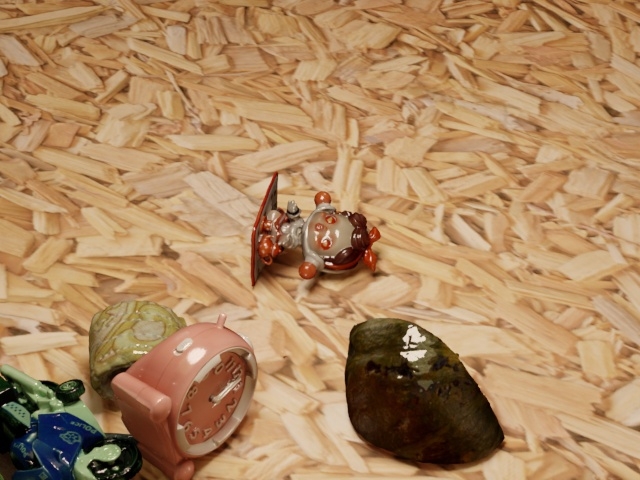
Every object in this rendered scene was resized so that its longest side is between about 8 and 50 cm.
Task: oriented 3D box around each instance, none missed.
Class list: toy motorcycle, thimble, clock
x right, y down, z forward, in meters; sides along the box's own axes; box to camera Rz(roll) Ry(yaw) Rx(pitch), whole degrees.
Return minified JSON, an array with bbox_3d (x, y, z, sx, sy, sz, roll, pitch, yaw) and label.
[{"bbox_3d":[-0.436,0.321,1.938,0.196,0.125,0.331,-26,37,-34],"label":"toy motorcycle"},{"bbox_3d":[-0.305,0.195,2.111,0.190,0.137,0.143,0,42,-10],"label":"thimble"},{"bbox_3d":[-0.210,0.234,1.988,0.142,0.227,0.241,28,57,33],"label":"clock"}]

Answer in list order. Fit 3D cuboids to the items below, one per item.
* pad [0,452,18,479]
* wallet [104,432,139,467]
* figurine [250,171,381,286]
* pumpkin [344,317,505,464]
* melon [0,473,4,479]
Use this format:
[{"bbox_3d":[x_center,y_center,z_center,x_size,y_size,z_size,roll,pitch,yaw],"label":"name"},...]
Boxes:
[{"bbox_3d":[-0.476,0.395,2.009,0.266,0.002,0.176,20,48,26],"label":"pad"},{"bbox_3d":[-0.369,0.352,2.022,0.129,0.026,0.088,1,39,6],"label":"wallet"},{"bbox_3d":[0.000,0.000,2.293,0.226,0.160,0.183,12,46,7],"label":"figurine"},{"bbox_3d":[0.140,0.244,1.981,0.312,0.169,0.148,21,47,27],"label":"pumpkin"},{"bbox_3d":[-0.562,0.451,1.828,0.182,0.182,0.288,-4,41,2],"label":"melon"}]
